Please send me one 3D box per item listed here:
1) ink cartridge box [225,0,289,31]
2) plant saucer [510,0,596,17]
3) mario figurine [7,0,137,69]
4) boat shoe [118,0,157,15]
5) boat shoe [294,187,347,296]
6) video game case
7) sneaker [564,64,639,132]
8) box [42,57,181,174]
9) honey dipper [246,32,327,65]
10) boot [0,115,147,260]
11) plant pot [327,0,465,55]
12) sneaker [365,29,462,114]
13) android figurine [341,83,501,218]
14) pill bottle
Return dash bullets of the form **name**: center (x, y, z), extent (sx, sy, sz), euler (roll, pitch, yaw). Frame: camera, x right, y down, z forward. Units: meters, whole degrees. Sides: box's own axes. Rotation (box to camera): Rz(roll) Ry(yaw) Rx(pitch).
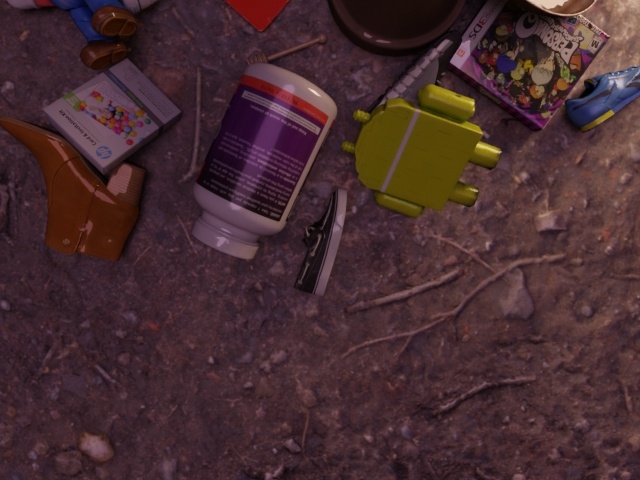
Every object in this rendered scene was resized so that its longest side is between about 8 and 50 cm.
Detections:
- **ink cartridge box**: center (-0.100, -0.636, 0.842), extent (0.308, 0.091, 0.385), euler (41, 94, -3)
- **plant saucer**: center (0.367, -0.521, 0.816), extent (0.310, 0.050, 0.311), euler (5, 78, -23)
- **mario figurine**: center (-0.478, -0.457, 0.814), extent (0.198, 0.170, 0.320), euler (-39, 88, 9)
- **boat shoe**: center (-0.382, -0.531, 0.870), extent (0.076, 0.083, 0.226), euler (-32, 101, -19)
- **boat shoe**: center (0.000, 0.000, 0.913), extent (0.070, 0.078, 0.219), euler (15, 98, -2)
- **video game case**: center (0.386, -0.359, 0.890), extent (0.232, 0.042, 0.210), euler (35, 96, -3)
- **sneaker**: center (0.560, -0.295, 0.882), extent (0.209, 0.069, 0.082), euler (-35, 91, 4)
- **box**: center (-0.378, -0.232, 0.867), extent (0.145, 0.038, 0.186), euler (45, 64, -3)
- **honey dipper**: center (-0.063, -0.362, 0.900), extent (0.160, 0.030, 0.030), euler (-20, 96, 1)
- **boot**: center (-0.496, -0.092, 0.895), extent (0.295, 0.104, 0.211), euler (24, 95, -6)
- **plant pot**: center (0.140, -0.474, 0.787), extent (0.263, 0.229, 0.263), euler (0, 95, 1)
- **sneaker**: center (0.199, -0.265, 0.877), extent (0.132, 0.086, 0.228), euler (42, 116, -12)
- **android figurine**: center (0.177, -0.157, 0.862), extent (0.273, 0.056, 0.248), euler (17, 123, -3)
- **pill bottle**: center (-0.112, -0.137, 0.848), extent (0.181, 0.181, 0.323), euler (26, 95, -2)
